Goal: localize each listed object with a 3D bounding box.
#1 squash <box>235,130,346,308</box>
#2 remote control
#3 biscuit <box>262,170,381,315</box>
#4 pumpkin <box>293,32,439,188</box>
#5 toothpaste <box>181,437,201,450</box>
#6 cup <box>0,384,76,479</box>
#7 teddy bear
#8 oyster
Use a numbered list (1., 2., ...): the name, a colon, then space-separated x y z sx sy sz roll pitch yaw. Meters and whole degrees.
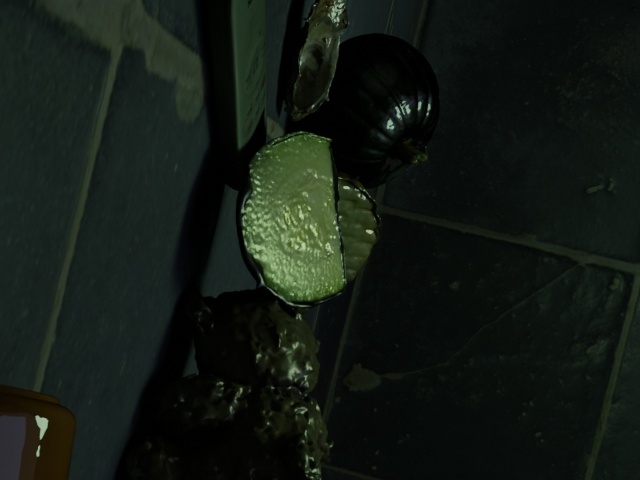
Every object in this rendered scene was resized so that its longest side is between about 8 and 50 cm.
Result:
1. squash: -0.057 -0.018 1.106 0.184 0.085 0.191 -10 94 -55
2. remote control: -0.080 -0.163 1.010 0.309 0.038 0.090 94 13 -56
3. biscuit: 0.000 0.000 1.482 0.036 0.187 0.273 -123 -147 -44
4. pumpkin: 0.072 -0.177 1.493 0.250 0.216 0.250 -36 152 -22
5. toothpaste: -0.134 0.300 1.301 0.327 0.077 0.110 87 16 -66
6. cup: -0.196 0.176 0.370 0.226 0.182 0.263 25 69 -51
7. teddy bear: -0.075 0.171 1.091 0.267 0.156 0.256 23 48 -45
8. oyster: -0.013 -0.238 1.319 0.105 0.056 0.177 -41 145 -58
